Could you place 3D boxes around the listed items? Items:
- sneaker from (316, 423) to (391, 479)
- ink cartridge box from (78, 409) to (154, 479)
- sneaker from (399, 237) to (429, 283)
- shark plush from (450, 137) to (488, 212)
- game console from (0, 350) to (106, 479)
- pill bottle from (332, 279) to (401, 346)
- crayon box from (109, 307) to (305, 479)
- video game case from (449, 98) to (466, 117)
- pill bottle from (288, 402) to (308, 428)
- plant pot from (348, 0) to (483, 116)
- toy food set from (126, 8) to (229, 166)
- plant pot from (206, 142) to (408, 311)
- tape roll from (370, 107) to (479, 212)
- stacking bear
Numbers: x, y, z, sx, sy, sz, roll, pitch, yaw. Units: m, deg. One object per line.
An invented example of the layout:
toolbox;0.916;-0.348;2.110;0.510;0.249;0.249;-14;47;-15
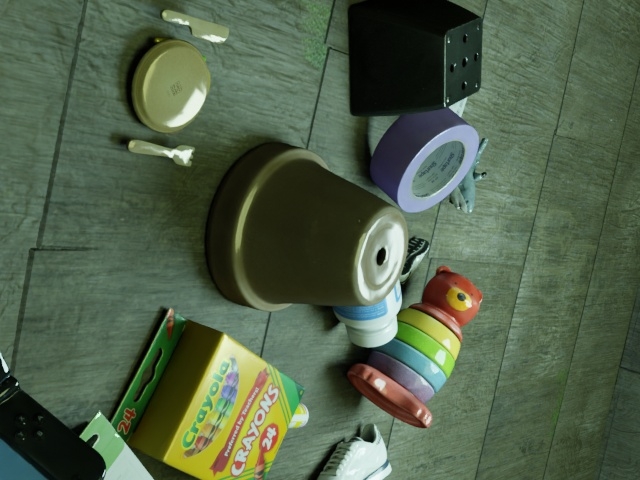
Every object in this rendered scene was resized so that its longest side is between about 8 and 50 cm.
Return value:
sneaker;0.043;0.428;1.884;0.235;0.090;0.095;-27;111;-53
ink cartridge box;-0.300;0.317;1.340;0.109;0.062;0.209;-53;141;-29
sneaker;0.174;0.039;1.954;0.109;0.040;0.044;-48;155;-29
shark plush;0.307;-0.130;2.046;0.161;0.067;0.073;-58;143;-24
game console;-0.406;0.233;1.065;0.293;0.250;0.173;-44;163;-37
pill bottle;0.073;0.073;1.735;0.124;0.124;0.222;-43;135;-39
crayon box;-0.160;0.253;1.504;0.318;0.081;0.202;43;68;-53
video game case;0.206;-0.215;1.906;0.183;0.023;0.201;25;83;-56
pill bottle;-0.059;0.295;1.701;0.083;0.043;0.043;13;92;-56
plant pot;0.169;-0.309;1.685;0.187;0.167;0.188;-31;126;-47
toy food set;-0.197;-0.201;1.317;0.132;0.038;0.192;9;101;-49
plant pot;0.000;0.000;1.505;0.263;0.229;0.263;-29;126;-49
tape roll;0.184;-0.147;1.783;0.189;0.080;0.189;-30;147;-22
stacking bear;0.196;0.186;1.897;0.289;0.175;0.164;-54;179;-15
